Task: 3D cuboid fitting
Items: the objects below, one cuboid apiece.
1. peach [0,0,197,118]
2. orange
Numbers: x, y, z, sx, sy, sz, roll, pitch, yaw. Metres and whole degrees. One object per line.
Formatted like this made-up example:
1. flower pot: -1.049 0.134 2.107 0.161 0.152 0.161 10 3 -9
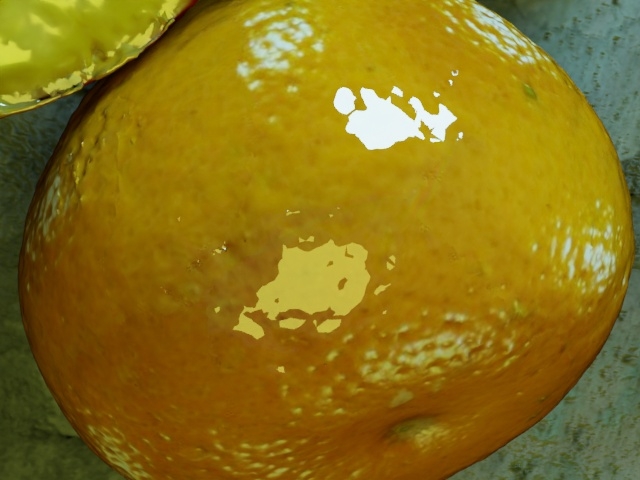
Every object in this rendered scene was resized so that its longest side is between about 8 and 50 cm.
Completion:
1. peach: -0.199 -0.254 0.924 0.380 0.242 0.306 -37 125 -1
2. orange: 0.000 0.000 1.059 0.423 0.326 0.424 -16 150 -9
